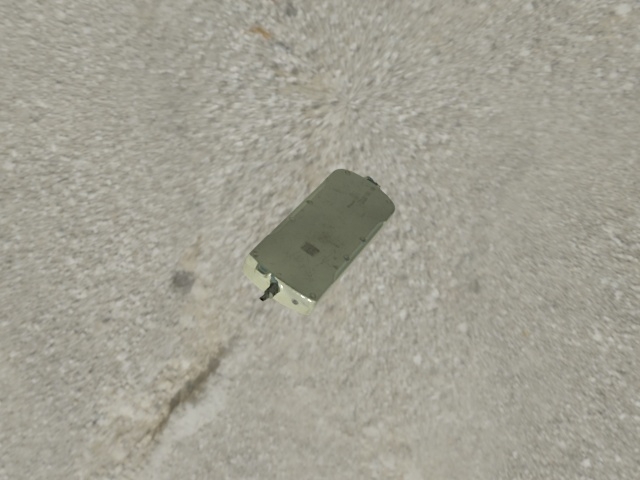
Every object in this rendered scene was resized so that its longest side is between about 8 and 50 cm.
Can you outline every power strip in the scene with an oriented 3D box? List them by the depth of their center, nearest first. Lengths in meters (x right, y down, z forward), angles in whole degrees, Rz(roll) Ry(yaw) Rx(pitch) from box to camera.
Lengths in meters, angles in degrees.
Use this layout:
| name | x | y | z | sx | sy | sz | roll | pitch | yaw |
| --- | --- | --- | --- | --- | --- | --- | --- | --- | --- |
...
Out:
| name | x | y | z | sx | sy | sz | roll | pitch | yaw |
| --- | --- | --- | --- | --- | --- | --- | --- | --- | --- |
| power strip | 0.000 | 0.000 | 0.894 | 0.080 | 0.227 | 0.029 | 35 | 133 | 8 |
